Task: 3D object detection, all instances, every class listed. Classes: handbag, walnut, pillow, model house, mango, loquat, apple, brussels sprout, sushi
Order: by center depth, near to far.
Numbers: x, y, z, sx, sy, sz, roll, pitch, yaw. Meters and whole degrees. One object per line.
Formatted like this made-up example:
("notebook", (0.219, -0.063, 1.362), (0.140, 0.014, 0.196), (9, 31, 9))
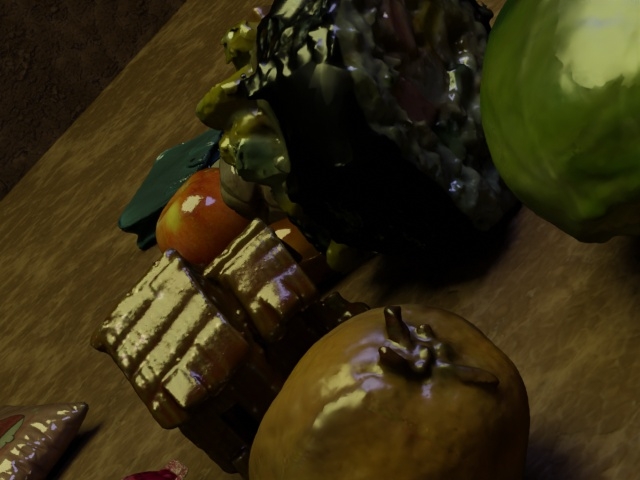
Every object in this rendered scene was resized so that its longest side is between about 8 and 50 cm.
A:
("loquat", (0.053, 0.158, 1.071), (0.238, 0.193, 0.238), (-54, -11, -16))
("brussels sprout", (0.293, -0.133, 1.155), (0.344, 0.268, 0.344), (-18, 42, 18))
("model house", (-0.082, 0.095, 1.423), (0.199, 0.229, 0.219), (-46, 20, 7))
("sushi", (0.034, -0.117, 1.507), (0.285, 0.328, 0.328), (-24, 42, 36))
("mango", (0.000, 0.004, 1.675), (0.159, 0.084, 0.105), (-15, 12, 6))
("walnut", (-0.028, -0.101, 1.828), (0.178, 0.178, 0.230), (-30, 14, 33))
("pillow", (-0.419, 0.299, 1.850), (0.223, 0.084, 0.236), (-16, 35, 49))
("apple", (-0.138, -0.018, 1.913), (0.163, 0.139, 0.163), (-52, 11, 14))
("handbag", (-0.229, -0.095, 2.355), (0.179, 0.062, 0.229), (-29, 24, 34))

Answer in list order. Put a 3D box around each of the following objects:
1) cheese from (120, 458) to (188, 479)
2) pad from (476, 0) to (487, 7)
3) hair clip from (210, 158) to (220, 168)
("cheese", (-0.220, 0.320, 1.453), (0.244, 0.062, 0.155), (-49, 19, -14))
("pad", (0.093, -0.211, 2.038), (0.284, 0.018, 0.286), (-23, 27, 44))
("hair clip", (-0.080, -0.139, 2.097), (0.282, 0.113, 0.172), (-57, 7, 27))
